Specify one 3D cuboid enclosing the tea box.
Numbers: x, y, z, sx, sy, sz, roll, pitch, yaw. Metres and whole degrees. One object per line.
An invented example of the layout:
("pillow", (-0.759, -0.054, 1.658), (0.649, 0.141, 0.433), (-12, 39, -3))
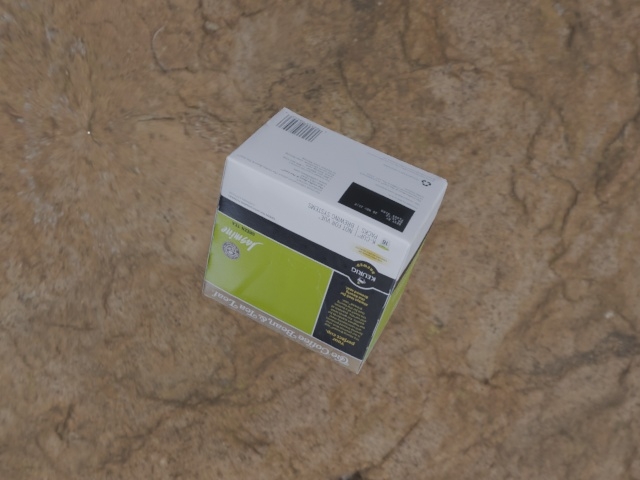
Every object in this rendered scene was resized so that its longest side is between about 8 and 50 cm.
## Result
("tea box", (0.000, 0.000, 1.356), (0.329, 0.220, 0.323), (26, 129, 10))
